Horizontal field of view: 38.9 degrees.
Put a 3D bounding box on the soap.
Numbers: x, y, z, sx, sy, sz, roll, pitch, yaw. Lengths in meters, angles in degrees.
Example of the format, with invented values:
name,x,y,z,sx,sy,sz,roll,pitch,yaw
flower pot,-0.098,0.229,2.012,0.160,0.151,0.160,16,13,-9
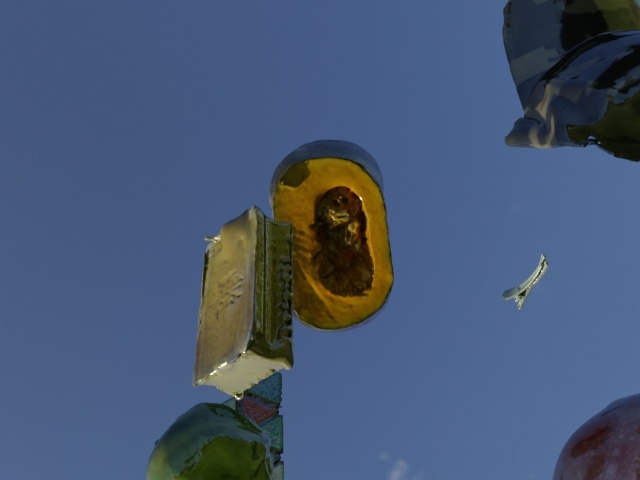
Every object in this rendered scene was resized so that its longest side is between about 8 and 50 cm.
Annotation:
name,x,y,z,sx,sy,sz,roll,pitch,yaw
soap,-0.102,0.080,1.209,0.076,0.135,0.233,23,-133,-32

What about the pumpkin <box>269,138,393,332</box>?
name,x,y,z,sx,sy,sz,roll,pitch,yaw
pumpkin,0.000,0.000,1.460,0.221,0.139,0.317,-7,-76,-1

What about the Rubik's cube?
name,x,y,z,sx,sy,sz,roll,pitch,yaw
Rubik's cube,-0.149,0.415,1.660,0.250,0.234,0.284,8,-74,-33

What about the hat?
name,x,y,z,sx,sy,sz,roll,pitch,yaw
hat,0.405,-0.239,1.123,0.366,0.257,0.382,-1,-103,-17

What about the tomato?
name,x,y,z,sx,sy,sz,roll,pitch,yaw
tomato,0.409,0.296,1.088,0.270,0.270,0.227,-6,-113,-30

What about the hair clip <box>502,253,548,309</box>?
name,x,y,z,sx,sy,sz,roll,pitch,yaw
hair clip,0.364,0.072,1.600,0.039,0.030,0.115,11,-51,-24

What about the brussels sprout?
name,x,y,z,sx,sy,sz,roll,pitch,yaw
brussels sprout,-0.123,0.248,0.943,0.122,0.151,0.149,29,-88,-13
